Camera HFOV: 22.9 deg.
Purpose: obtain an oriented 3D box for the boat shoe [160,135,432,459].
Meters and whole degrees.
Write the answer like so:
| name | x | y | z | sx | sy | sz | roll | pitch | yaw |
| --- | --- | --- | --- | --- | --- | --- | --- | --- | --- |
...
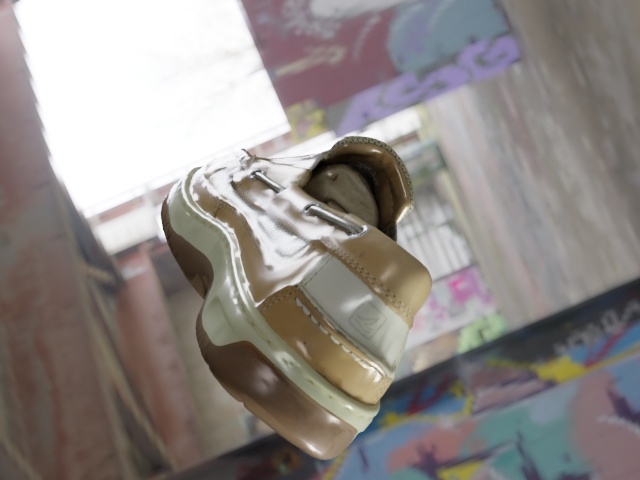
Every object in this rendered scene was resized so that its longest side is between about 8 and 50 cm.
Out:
| name | x | y | z | sx | sy | sz | roll | pitch | yaw |
| --- | --- | --- | --- | --- | --- | --- | --- | --- | --- |
| boat shoe | 0.000 | 0.000 | 0.488 | 0.068 | 0.072 | 0.190 | 38 | -173 | -21 |
